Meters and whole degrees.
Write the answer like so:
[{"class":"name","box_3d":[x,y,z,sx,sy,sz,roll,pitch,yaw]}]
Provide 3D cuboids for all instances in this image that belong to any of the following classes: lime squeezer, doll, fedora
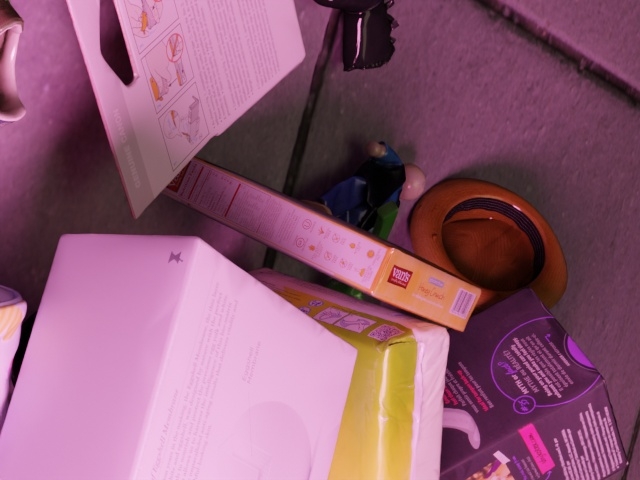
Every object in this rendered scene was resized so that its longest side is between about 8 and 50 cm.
[{"class":"lime squeezer","box_3d":[0.058,0.060,1.848,0.110,0.059,0.310,-42,148,-7]},{"class":"doll","box_3d":[0.041,-0.034,1.817,0.189,0.046,0.129,-31,137,-49]},{"class":"fedora","box_3d":[0.168,0.023,1.969,0.194,0.194,0.079,-39,169,-43]}]

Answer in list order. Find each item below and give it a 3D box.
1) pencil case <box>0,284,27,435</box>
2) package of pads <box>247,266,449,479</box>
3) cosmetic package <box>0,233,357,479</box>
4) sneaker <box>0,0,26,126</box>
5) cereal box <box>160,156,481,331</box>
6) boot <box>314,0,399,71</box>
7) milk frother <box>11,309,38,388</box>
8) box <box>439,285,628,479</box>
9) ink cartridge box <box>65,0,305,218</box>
[{"class":"pencil case","box_3d":[-0.279,0.156,1.324,0.113,0.124,0.273,3,103,-32]},{"class":"package of pads","box_3d":[-0.005,0.189,1.662,0.101,0.229,0.296,-15,115,-46]},{"class":"cosmetic package","box_3d":[-0.106,0.140,1.354,0.225,0.138,0.224,40,59,-51]},{"class":"sneaker","box_3d":[-0.242,-0.167,1.297,0.064,0.086,0.192,-27,123,-50]},{"class":"cereal box","box_3d":[0.000,0.000,1.587,0.173,0.240,0.047,23,92,-57]},{"class":"boot","box_3d":[0.031,-0.207,1.741,0.121,0.045,0.099,-30,129,-49]},{"class":"milk frother","box_3d":[-0.193,0.140,1.498,0.143,0.129,0.135,-35,150,16]},{"class":"box","box_3d":[0.143,0.197,1.843,0.270,0.165,0.143,-28,133,-7]},{"class":"ink cartridge box","box_3d":[-0.129,-0.210,1.470,0.261,0.066,0.296,-47,137,-39]}]
